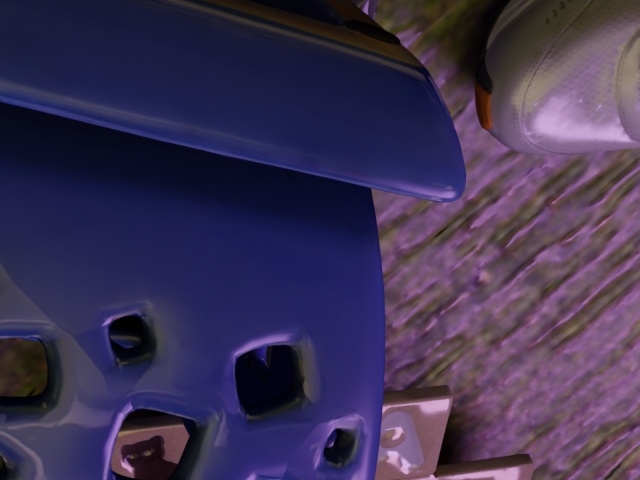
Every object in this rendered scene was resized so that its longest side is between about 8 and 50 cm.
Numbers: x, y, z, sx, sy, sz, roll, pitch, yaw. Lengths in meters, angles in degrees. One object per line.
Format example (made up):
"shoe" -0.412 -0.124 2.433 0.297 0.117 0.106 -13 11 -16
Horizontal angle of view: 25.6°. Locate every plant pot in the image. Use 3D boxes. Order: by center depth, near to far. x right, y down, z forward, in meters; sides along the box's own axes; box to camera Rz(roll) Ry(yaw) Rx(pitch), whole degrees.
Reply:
"plant pot" -0.100 -0.012 0.496 0.236 0.236 0.212 12 111 -25

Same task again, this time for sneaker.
"sneaker" 0.199 -0.081 0.608 0.262 0.121 0.099 -14 124 -8

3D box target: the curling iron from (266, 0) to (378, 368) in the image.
"curling iron" 0.000 0.000 0.649 0.068 0.035 0.274 -4 124 -15

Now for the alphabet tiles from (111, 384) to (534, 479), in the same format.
"alphabet tiles" -0.038 0.212 0.766 0.285 0.011 0.342 -4 130 -17
